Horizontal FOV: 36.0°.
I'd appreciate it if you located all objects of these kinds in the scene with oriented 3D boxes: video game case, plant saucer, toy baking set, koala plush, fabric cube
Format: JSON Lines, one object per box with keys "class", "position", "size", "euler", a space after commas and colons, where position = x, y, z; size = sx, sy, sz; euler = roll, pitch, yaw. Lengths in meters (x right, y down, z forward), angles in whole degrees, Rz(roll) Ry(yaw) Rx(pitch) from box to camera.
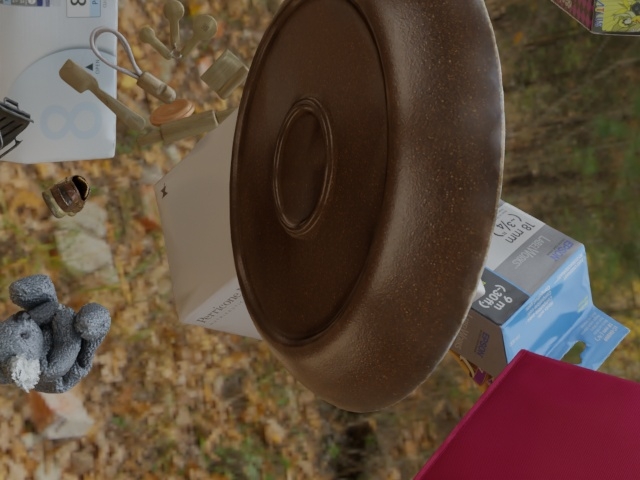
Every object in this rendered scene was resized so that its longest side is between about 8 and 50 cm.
{"class": "video game case", "position": [0.349, -0.247, 0.989], "size": [0.232, 0.210, 0.042], "euler": [-87, 177, -67]}
{"class": "plant saucer", "position": [-0.261, -0.226, 1.726], "size": [0.083, 0.083, 0.013], "euler": [-77, 152, -53]}
{"class": "plant saucer", "position": [0.006, -0.046, 0.636], "size": [0.310, 0.050, 0.311], "euler": [-12, -103, 63]}
{"class": "toy baking set", "position": [-0.234, -0.235, 1.430], "size": [0.030, 0.256, 0.197], "euler": [-106, 175, -71]}
{"class": "koala plush", "position": [-0.515, 0.191, 1.719], "size": [0.221, 0.196, 0.203], "euler": [-16, 128, -69]}
{"class": "fabric cube", "position": [0.279, 0.309, 1.017], "size": [0.254, 0.258, 0.259], "euler": [-45, 124, -26]}

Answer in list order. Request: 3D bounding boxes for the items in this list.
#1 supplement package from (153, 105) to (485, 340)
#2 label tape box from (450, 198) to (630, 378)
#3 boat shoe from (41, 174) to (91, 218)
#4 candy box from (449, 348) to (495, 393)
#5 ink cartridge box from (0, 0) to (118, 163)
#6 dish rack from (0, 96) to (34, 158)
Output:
{"class": "supplement package", "position": [0.000, 0.000, 1.045], "size": [0.293, 0.177, 0.175], "euler": [18, 45, -43]}
{"class": "label tape box", "position": [0.269, 0.069, 1.439], "size": [0.240, 0.333, 0.106], "euler": [-36, 148, -38]}
{"class": "boat shoe", "position": [-0.416, -0.079, 1.667], "size": [0.064, 0.060, 0.178], "euler": [60, 3, -9]}
{"class": "candy box", "position": [0.291, 0.190, 1.672], "size": [0.187, 0.053, 0.109], "euler": [54, -52, 46]}
{"class": "ink cartridge box", "position": [-0.491, -0.261, 1.436], "size": [0.091, 0.384, 0.308], "euler": [48, -42, 49]}
{"class": "dish rack", "position": [-0.407, -0.083, 0.938], "size": [0.074, 0.208, 0.271], "euler": [66, 14, 15]}
